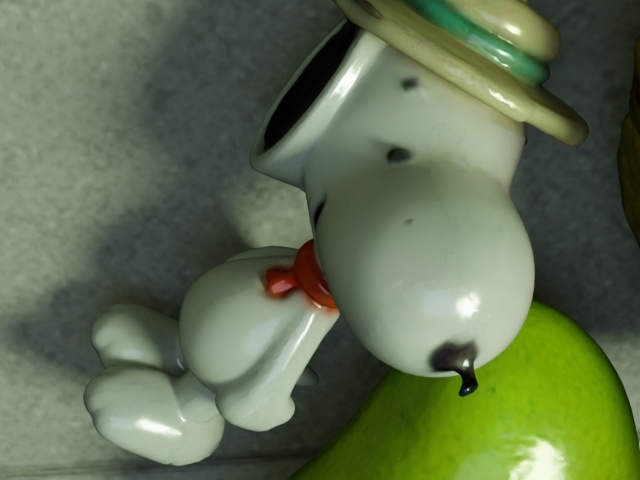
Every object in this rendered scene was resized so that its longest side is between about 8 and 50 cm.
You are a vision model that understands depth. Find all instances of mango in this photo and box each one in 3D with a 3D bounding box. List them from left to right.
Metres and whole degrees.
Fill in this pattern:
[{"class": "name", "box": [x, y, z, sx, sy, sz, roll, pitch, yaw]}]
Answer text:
[{"class": "mango", "box": [0.066, 0.159, 0.740, 0.185, 0.149, 0.273, 31, 112, -26]}]

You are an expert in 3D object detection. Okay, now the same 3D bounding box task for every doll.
[{"class": "doll", "box": [-0.005, -0.013, 0.678, 0.144, 0.208, 0.271, 26, 150, -33]}]

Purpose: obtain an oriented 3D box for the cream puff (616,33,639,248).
[{"class": "cream puff", "box": [0.247, 0.003, 0.616, 0.185, 0.282, 0.282, -18, 114, -3]}]
